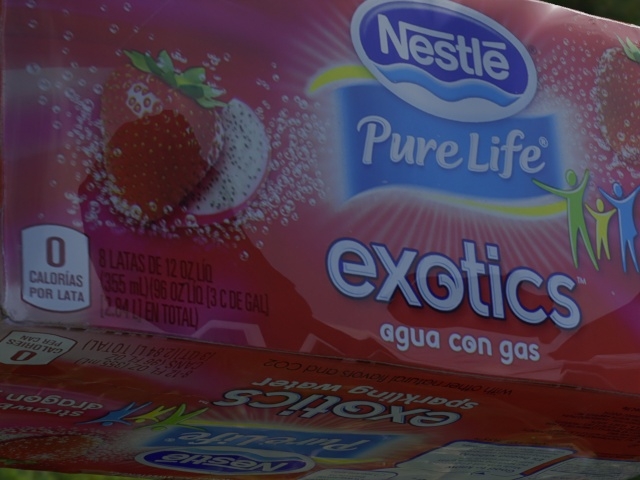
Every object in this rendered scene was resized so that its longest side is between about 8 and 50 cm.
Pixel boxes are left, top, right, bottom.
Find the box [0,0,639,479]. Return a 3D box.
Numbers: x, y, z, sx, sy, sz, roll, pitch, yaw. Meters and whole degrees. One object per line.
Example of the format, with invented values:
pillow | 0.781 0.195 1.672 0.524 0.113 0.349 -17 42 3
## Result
box | 0.000 0.000 0.536 0.257 0.123 0.128 9 -24 -31
